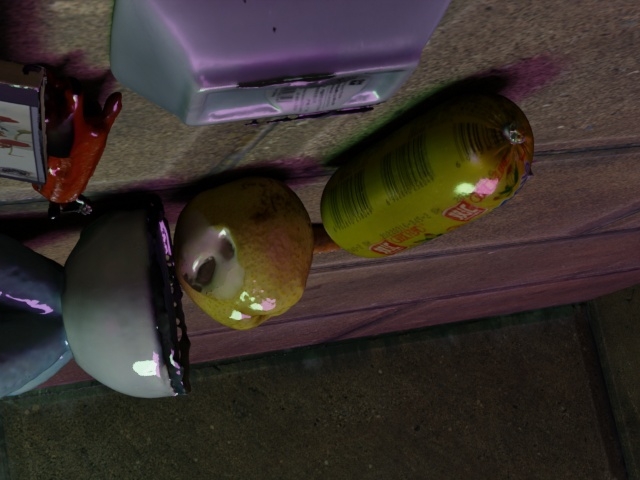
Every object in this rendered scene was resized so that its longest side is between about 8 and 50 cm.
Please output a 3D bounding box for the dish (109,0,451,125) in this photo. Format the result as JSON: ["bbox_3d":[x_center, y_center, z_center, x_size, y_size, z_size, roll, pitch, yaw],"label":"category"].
[{"bbox_3d":[-0.022,-0.134,0.809,0.243,0.080,0.182,-10,169,-15],"label":"dish"}]

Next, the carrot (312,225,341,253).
[{"bbox_3d":[0.000,0.000,1.651,0.191,0.047,0.047,-4,168,-38],"label":"carrot"}]

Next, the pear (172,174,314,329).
[{"bbox_3d":[-0.086,0.016,1.302,0.177,0.178,0.178,-11,170,-2],"label":"pear"}]

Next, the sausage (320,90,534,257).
[{"bbox_3d":[0.108,-0.063,1.206,0.123,0.123,0.347,-5,169,-31],"label":"sausage"}]

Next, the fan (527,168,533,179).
[{"bbox_3d":[0.149,-0.074,1.480,0.281,0.023,0.057,-9,161,-12],"label":"fan"}]

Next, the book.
[{"bbox_3d":[-0.270,-0.087,0.790,0.157,0.026,0.231,11,165,-10],"label":"book"}]

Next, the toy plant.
[{"bbox_3d":[-0.326,0.087,1.306,0.332,0.247,0.247,-7,169,-3],"label":"toy plant"}]

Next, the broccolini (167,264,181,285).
[{"bbox_3d":[-0.324,0.085,1.754,0.123,0.062,0.271,7,164,-33],"label":"broccolini"}]

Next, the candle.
[{"bbox_3d":[-0.224,-0.074,0.971,0.084,0.059,0.301,4,164,-15],"label":"candle"}]
